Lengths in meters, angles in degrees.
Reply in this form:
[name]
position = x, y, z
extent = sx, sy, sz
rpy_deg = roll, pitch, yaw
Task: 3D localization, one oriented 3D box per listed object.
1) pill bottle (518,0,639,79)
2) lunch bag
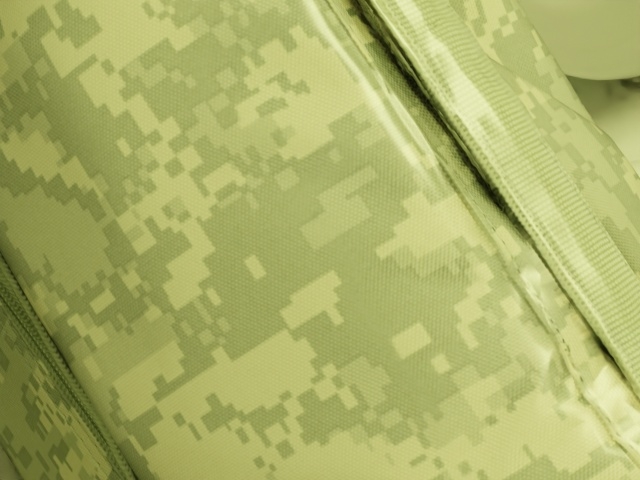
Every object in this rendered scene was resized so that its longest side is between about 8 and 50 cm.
[pill bottle]
position = 0.234, -0.233, 0.933
extent = 0.361, 0.204, 0.204
rpy_deg = -28, 74, -33
[lunch bag]
position = 0.000, 0.000, 0.639
extent = 0.212, 0.256, 0.305
rpy_deg = -32, 87, -32
